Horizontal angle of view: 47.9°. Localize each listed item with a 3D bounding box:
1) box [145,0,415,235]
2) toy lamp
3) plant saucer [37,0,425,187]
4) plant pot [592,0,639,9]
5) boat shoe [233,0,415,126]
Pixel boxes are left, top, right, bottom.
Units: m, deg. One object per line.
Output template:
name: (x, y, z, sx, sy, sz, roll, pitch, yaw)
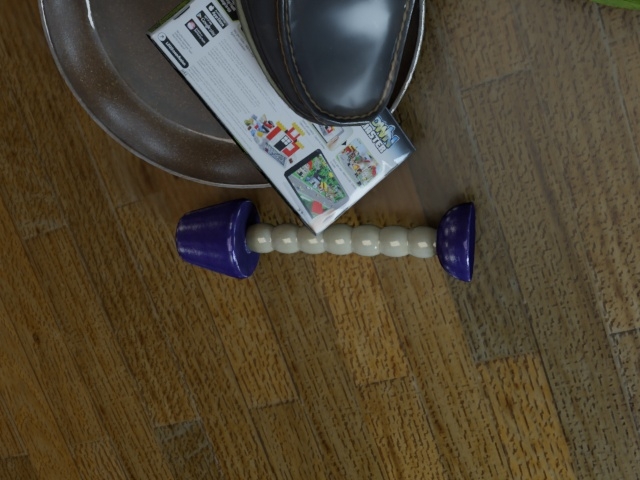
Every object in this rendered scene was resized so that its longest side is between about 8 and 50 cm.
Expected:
box: (-0.025, -0.115, 0.570, 0.114, 0.036, 0.207, -41, 117, -3)
toy lamp: (0.000, 0.000, 0.662, 0.274, 0.080, 0.080, 1, 106, 17)
plant saucer: (-0.071, -0.188, 0.598, 0.310, 0.050, 0.311, 2, 125, 2)
plant pot: (0.261, -0.251, 0.304, 0.366, 0.353, 0.366, -2, 119, -3)
boat shoe: (0.013, -0.233, 0.440, 0.132, 0.130, 0.355, -12, 118, -17)
